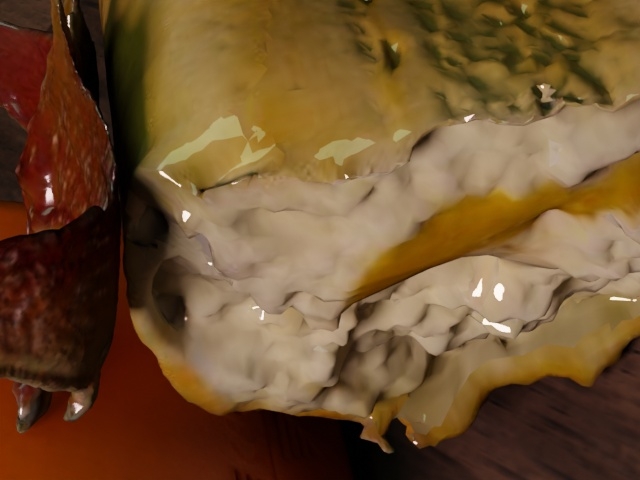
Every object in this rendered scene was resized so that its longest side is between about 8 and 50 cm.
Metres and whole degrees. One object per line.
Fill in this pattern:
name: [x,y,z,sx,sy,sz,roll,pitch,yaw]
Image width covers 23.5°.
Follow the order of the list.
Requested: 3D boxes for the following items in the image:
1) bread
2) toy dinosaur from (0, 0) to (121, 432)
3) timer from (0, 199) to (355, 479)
bread: [0.072,-0.094,0.787,0.361,0.250,0.394,-13,43,-2]
toy dinosaur: [-0.147,-0.044,0.670,0.206,0.113,0.327,105,163,-47]
timer: [-0.103,0.120,0.784,0.161,0.250,0.257,-34,42,18]
